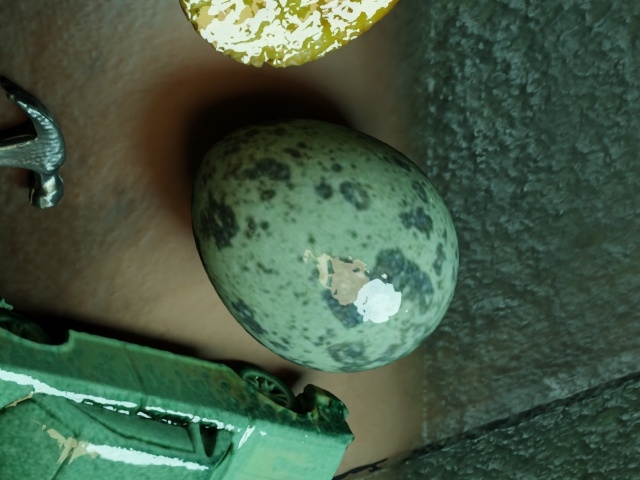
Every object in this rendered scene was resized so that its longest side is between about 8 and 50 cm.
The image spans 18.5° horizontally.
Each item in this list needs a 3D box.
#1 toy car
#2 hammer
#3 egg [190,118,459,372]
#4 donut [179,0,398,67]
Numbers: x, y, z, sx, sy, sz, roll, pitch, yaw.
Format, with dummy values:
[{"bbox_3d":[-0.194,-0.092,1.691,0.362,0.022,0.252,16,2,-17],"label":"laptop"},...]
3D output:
[{"bbox_3d":[-0.131,0.131,1.149,0.320,0.097,0.141,15,119,-37],"label":"toy car"},{"bbox_3d":[-0.228,-0.034,1.010,0.201,0.021,0.078,-13,132,-21],"label":"hammer"},{"bbox_3d":[0.000,0.000,1.090,0.132,0.132,0.172,-45,123,12],"label":"egg"},{"bbox_3d":[-0.019,-0.165,0.992,0.152,0.058,0.152,-15,131,-18],"label":"donut"}]
